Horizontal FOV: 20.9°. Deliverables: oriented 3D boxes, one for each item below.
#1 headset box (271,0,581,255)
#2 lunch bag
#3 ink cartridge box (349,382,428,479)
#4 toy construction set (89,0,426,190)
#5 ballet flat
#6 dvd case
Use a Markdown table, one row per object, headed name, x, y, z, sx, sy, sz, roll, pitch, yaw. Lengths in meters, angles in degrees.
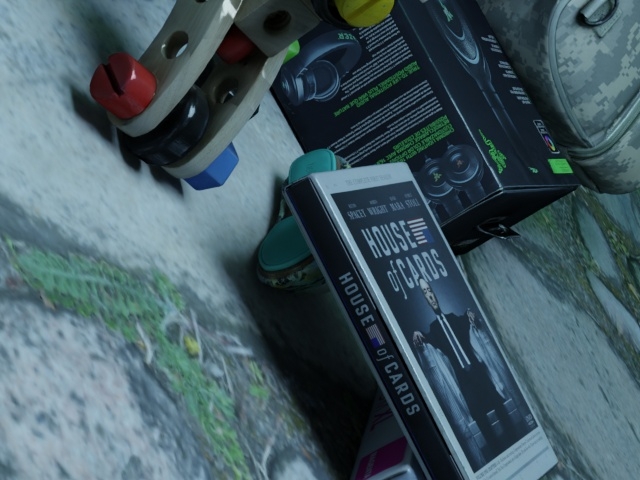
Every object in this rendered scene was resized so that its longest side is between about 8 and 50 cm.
| name | x | y | z | sx | sy | sz | roll | pitch | yaw |
| --- | --- | --- | --- | --- | --- | --- | --- | --- | --- |
| headset box | 0.076 | -0.116 | 1.440 | 0.283 | 0.131 | 0.246 | 63 | 21 | 10 |
| lunch bag | 0.209 | -0.214 | 1.642 | 0.305 | 0.212 | 0.256 | 36 | -2 | 44 |
| ink cartridge box | 0.136 | 0.236 | 1.176 | 0.311 | 0.065 | 0.186 | 55 | 20 | -14 |
| toy construction set | -0.065 | -0.218 | 1.097 | 0.309 | 0.237 | 0.257 | 49 | 22 | -23 |
| ballet flat | 0.000 | 0.000 | 1.198 | 0.070 | 0.070 | 0.188 | 52 | 24 | -17 |
| dvd case | 0.071 | 0.061 | 1.136 | 0.239 | 0.029 | 0.179 | 64 | 22 | 5 |
